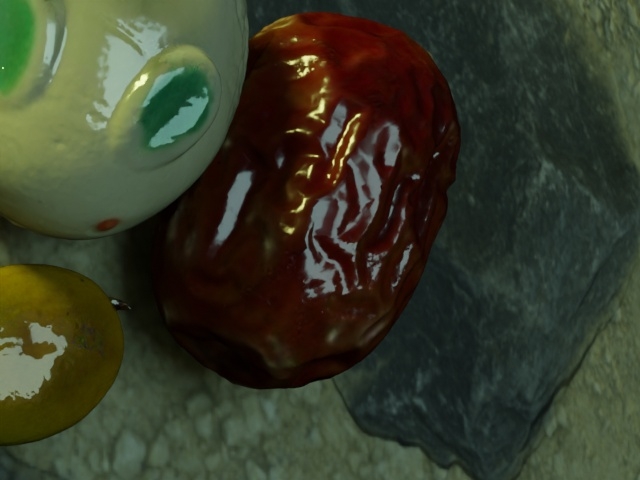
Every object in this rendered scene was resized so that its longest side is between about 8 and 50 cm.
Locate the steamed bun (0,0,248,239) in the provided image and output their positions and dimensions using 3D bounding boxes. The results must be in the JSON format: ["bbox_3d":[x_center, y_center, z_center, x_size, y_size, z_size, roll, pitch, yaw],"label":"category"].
[{"bbox_3d":[-0.125,-0.113,1.109,0.177,0.131,0.228,27,57,-10],"label":"steamed bun"}]

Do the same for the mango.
[{"bbox_3d":[-0.180,0.067,1.088,0.187,0.066,0.101,-15,92,-41],"label":"mango"}]

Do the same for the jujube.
[{"bbox_3d":[-0.008,-0.028,1.223,0.174,0.174,0.250,46,56,-32],"label":"jujube"}]
